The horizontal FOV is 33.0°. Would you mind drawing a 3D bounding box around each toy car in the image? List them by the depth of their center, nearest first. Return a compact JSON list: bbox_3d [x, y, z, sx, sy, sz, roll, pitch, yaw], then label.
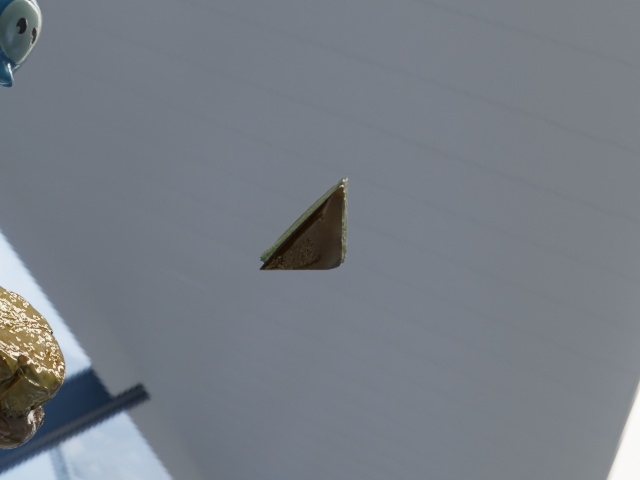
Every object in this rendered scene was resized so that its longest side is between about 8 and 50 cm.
[{"bbox_3d":[-0.554,-0.309,1.696,0.190,0.255,0.188,62,2,15],"label":"toy car"}]

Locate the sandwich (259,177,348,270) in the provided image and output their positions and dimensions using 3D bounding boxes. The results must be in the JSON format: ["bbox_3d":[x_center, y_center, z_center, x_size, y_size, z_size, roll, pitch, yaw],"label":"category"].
[{"bbox_3d":[0.000,0.000,0.737,0.044,0.083,0.031,43,16,-6],"label":"sandwich"}]

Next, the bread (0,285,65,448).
[{"bbox_3d":[-0.148,0.050,0.468,0.083,0.046,0.081,49,6,10],"label":"bread"}]
